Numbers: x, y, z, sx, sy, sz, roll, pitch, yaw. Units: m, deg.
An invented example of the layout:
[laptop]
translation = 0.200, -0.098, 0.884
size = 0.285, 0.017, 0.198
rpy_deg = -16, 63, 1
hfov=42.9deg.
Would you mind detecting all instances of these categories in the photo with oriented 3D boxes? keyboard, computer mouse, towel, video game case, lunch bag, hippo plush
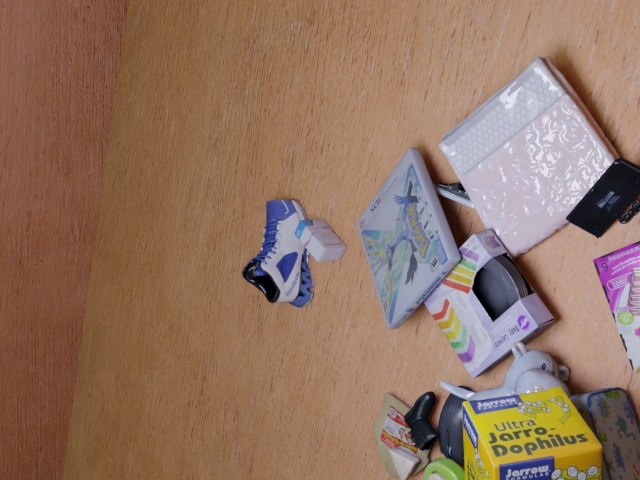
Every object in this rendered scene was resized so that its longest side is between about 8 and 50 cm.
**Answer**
[keyboard]
translation = 0.574, -0.077, 1.593
size = 0.108, 0.023, 0.180
rpy_deg = 29, 134, 0
[computer mouse]
translation = 0.338, 0.484, 1.898
size = 0.184, 0.060, 0.262
rpy_deg = 27, 112, 45
[towel]
translation = 0.434, -0.167, 1.713
size = 0.332, 0.053, 0.317
rpy_deg = -40, 75, 42
[video game case]
translation = 0.199, -0.004, 1.953
size = 0.300, 0.036, 0.329
rpy_deg = -56, 39, 44
[lunch bag]
translation = 0.553, 0.398, 1.567
size = 0.090, 0.176, 0.219
rpy_deg = -28, 69, 46
[hippo plush]
translation = 0.436, 0.357, 1.714
size = 0.236, 0.234, 0.294
rpy_deg = -50, 16, 16

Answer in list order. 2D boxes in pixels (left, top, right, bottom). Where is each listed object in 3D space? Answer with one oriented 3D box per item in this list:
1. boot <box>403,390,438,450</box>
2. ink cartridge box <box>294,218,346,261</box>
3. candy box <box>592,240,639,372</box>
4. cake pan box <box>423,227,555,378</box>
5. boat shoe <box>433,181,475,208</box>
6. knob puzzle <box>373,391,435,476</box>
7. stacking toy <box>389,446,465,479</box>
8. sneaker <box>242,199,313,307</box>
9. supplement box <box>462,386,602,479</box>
[boot]
translation = 0.253, 0.436, 1.953
size = 0.121, 0.045, 0.099
rpy_deg = -55, 39, 26
[ink cartridge box]
translation = 0.000, 0.000, 2.220
size = 0.122, 0.088, 0.052
rpy_deg = 49, 126, 34
[candy box]
translation = 0.633, 0.116, 1.535
size = 0.159, 0.071, 0.234
rpy_deg = -30, 71, 44
[cake pan box]
translation = 0.361, 0.141, 1.804
size = 0.246, 0.070, 0.267
rpy_deg = 58, 140, 18
[boat shoe]
translation = 0.322, -0.112, 1.889
size = 0.142, 0.049, 0.040
rpy_deg = 28, 107, 37
[knob puzzle]
translation = 0.209, 0.510, 2.066
size = 0.213, 0.030, 0.213
rpy_deg = 4, 95, 47
[stacking toy]
translation = 0.235, 0.658, 1.933
size = 0.309, 0.130, 0.280
rpy_deg = 0, 104, 50
[sneaker]
translation = -0.127, 0.039, 2.297
size = 0.127, 0.182, 0.316
rpy_deg = -14, 82, 46
[supplement box]
translation = 0.383, 0.478, 1.493
size = 0.195, 0.194, 0.357
rpy_deg = -108, 10, -66
